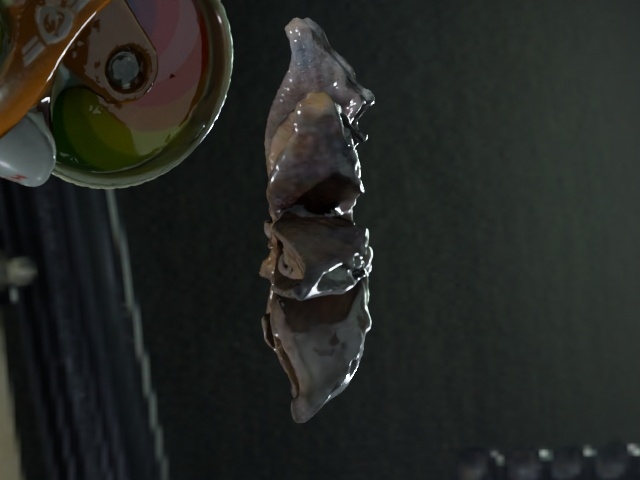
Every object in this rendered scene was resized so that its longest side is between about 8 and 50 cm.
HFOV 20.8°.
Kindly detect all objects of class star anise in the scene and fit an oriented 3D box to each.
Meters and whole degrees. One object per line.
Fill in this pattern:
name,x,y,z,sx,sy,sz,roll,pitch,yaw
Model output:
star anise,0.001,0.009,0.915,0.172,0.063,0.208,-93,5,-50

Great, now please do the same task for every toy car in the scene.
toy car,-0.153,-0.119,1.032,0.235,0.145,0.235,-11,-69,-28
